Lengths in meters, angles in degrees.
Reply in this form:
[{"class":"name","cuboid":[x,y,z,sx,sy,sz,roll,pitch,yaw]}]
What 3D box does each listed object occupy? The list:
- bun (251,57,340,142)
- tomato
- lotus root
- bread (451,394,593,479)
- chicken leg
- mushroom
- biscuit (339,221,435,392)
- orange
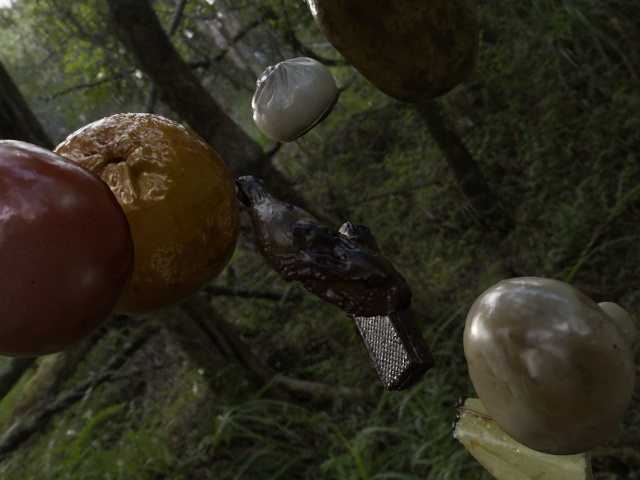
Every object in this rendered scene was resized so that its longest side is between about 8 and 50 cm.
[{"class":"bun","cuboid":[-0.060,-0.272,1.417,0.173,0.120,0.172,-30,32,22]},{"class":"tomato","cuboid":[-0.350,0.011,0.886,0.256,0.256,0.224,-44,-16,16]},{"class":"lotus root","cuboid":[0.066,-0.259,0.808,0.145,0.260,0.128,-37,26,18]},{"class":"bread","cuboid":[0.456,0.524,1.731,0.405,0.242,0.346,3,1,32]},{"class":"chicken leg","cuboid":[-0.006,0.003,1.112,0.083,0.323,0.177,-64,-4,25]},{"class":"mushroom","cuboid":[0.389,0.173,1.200,0.290,0.292,0.292,-22,-8,-28]},{"class":"biscuit","cuboid":[0.121,0.134,1.642,0.073,0.388,0.107,2,-42,-34]},{"class":"orange","cuboid":[-0.301,-0.049,1.225,0.340,0.341,0.293,-48,-26,-28]}]
